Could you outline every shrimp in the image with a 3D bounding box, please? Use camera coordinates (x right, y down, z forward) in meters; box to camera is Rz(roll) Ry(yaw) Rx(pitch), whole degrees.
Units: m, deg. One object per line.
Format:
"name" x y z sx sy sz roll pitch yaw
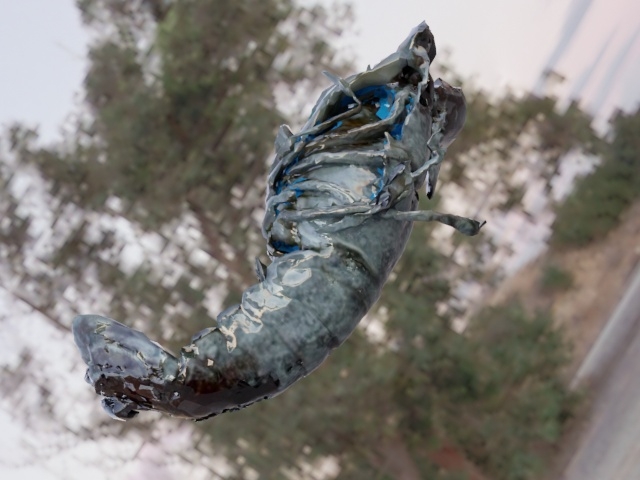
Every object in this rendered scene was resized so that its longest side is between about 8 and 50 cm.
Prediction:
"shrimp" 0.003 0.003 0.517 0.174 0.076 0.082 -47 -24 -25
